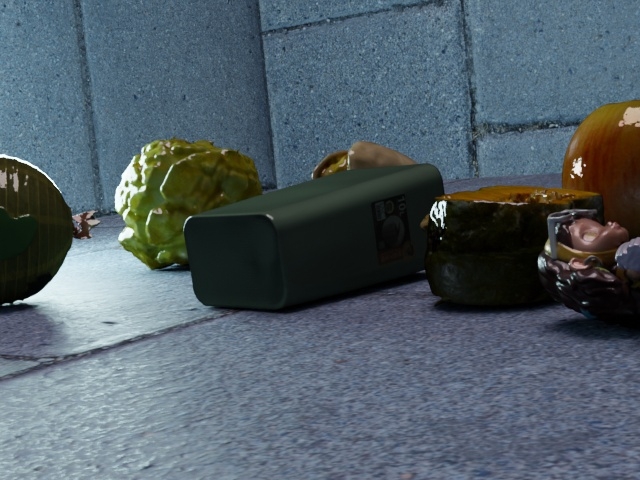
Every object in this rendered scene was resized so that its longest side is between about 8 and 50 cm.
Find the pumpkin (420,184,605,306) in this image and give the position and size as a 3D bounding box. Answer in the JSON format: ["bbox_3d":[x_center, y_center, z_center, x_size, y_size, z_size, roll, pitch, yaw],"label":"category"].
[{"bbox_3d":[0.241,-0.001,1.420,0.221,0.139,0.317,1,9,29],"label":"pumpkin"}]

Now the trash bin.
[{"bbox_3d":[0.000,0.000,1.587,0.223,0.158,0.343,-1,13,45],"label":"trash bin"}]

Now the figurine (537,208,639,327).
[{"bbox_3d":[0.334,0.034,1.108,0.174,0.116,0.240,-14,16,-43],"label":"figurine"}]

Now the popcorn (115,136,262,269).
[{"bbox_3d":[-0.245,-0.074,2.066,0.282,0.247,0.282,-4,11,1],"label":"popcorn"}]

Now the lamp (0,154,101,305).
[{"bbox_3d":[-0.502,-0.019,1.769,0.284,0.250,0.250,-3,5,-21],"label":"lamp"}]

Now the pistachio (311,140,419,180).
[{"bbox_3d":[0.103,-0.093,2.124,0.187,0.187,0.299,-1,-7,35],"label":"pistachio"}]

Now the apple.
[{"bbox_3d":[0.544,-0.116,1.791,0.286,0.233,0.286,-4,5,0],"label":"apple"}]
